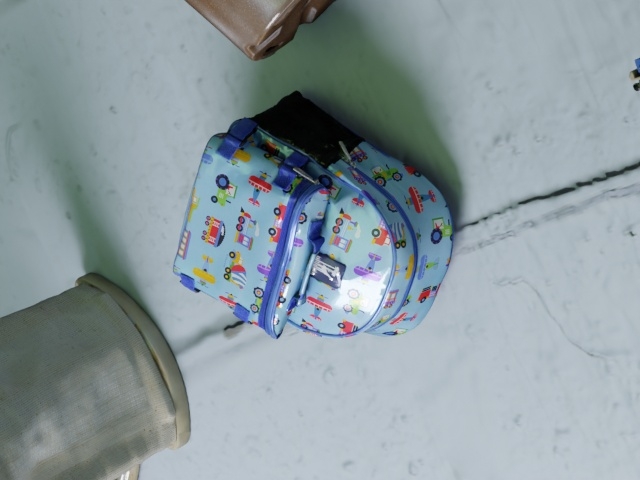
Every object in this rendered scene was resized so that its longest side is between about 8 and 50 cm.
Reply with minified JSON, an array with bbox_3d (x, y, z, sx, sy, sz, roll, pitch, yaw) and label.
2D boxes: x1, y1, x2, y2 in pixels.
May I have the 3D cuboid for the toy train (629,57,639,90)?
[{"bbox_3d":[0.250,-0.119,1.053,0.158,0.027,0.036,-16,99,53],"label":"toy train"}]

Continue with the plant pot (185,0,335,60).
[{"bbox_3d":[-0.057,-0.224,1.178,0.165,0.167,0.167,46,124,3],"label":"plant pot"}]

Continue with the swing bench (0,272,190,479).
[{"bbox_3d":[-0.248,0.191,1.366,0.165,0.253,0.255,40,123,17],"label":"swing bench"}]

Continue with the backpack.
[{"bbox_3d":[0.000,0.000,1.228,0.173,0.117,0.158,32,121,18],"label":"backpack"}]
